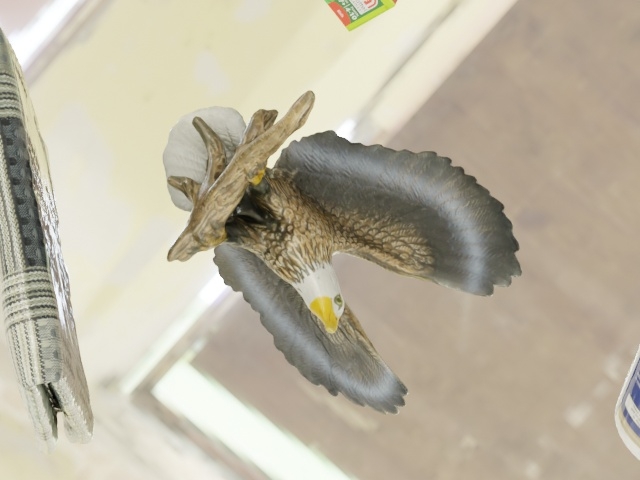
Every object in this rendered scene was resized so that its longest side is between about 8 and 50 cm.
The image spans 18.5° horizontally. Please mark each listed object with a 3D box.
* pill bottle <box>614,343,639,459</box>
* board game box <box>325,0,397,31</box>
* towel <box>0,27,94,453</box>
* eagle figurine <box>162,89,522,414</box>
[{"bbox_3d":[0.249,0.062,1.219,0.094,0.169,0.094,8,-141,-7],"label":"pill bottle"},{"bbox_3d":[-0.008,-0.238,1.305,0.181,0.043,0.092,50,-142,-20],"label":"board game box"},{"bbox_3d":[-0.253,0.012,1.690,0.324,0.056,0.312,94,165,-74],"label":"towel"},{"bbox_3d":[0.000,0.010,1.759,0.226,0.225,0.298,-10,154,41],"label":"eagle figurine"}]
